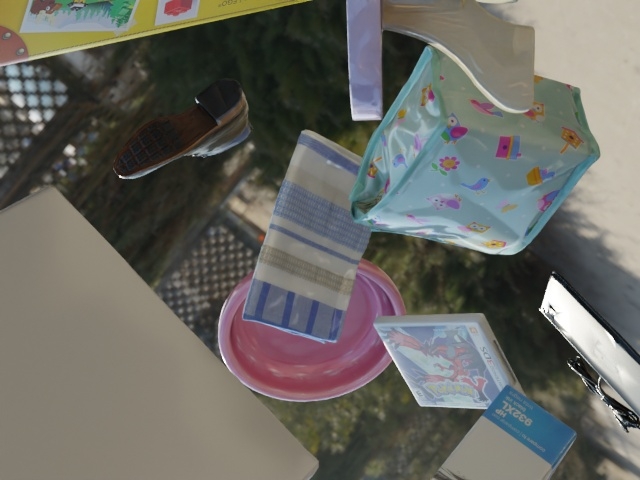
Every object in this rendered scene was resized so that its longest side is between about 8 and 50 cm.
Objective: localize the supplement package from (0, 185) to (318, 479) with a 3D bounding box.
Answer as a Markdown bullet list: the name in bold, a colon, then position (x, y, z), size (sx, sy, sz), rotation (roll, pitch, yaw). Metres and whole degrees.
- **supplement package**: position (-0.159, 0.152, 0.454), size (0.175, 0.177, 0.293), rotation (44, 141, 12)

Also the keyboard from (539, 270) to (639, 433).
- **keyboard**: position (0.477, 0.206, 1.590), size (0.317, 0.033, 0.201), rotation (52, 159, 30)

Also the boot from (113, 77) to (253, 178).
- **boot**: position (-0.194, -0.140, 1.422), size (0.082, 0.219, 0.106), rotation (56, 177, 28)

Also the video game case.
- **video game case**: position (0.200, 0.190, 1.490), size (0.201, 0.023, 0.183), rotation (-6, 123, 43)

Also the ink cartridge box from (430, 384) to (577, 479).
- **ink cartridge box**: position (0.220, 0.397, 1.412), size (0.129, 0.307, 0.223), rotation (36, 151, 19)

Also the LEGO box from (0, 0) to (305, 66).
- **LEGO box**: position (-0.194, -0.407, 0.985), size (0.372, 0.500, 0.193), rotation (53, 145, 25)

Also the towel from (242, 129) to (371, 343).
- **towel**: position (0.000, 0.000, 1.393), size (0.034, 0.284, 0.209), rotation (14, 173, 41)

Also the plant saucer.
- **plant saucer**: position (-0.017, 0.141, 1.706), size (0.332, 0.332, 0.084), rotation (42, -160, -32)

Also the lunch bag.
- **lunch bag**: position (0.179, -0.089, 1.199), size (0.224, 0.160, 0.262), rotation (11, 141, -17)

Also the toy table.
- **toy table**: position (0.103, -0.241, 0.818), size (0.161, 0.274, 0.252), rotation (0, -165, 4)
